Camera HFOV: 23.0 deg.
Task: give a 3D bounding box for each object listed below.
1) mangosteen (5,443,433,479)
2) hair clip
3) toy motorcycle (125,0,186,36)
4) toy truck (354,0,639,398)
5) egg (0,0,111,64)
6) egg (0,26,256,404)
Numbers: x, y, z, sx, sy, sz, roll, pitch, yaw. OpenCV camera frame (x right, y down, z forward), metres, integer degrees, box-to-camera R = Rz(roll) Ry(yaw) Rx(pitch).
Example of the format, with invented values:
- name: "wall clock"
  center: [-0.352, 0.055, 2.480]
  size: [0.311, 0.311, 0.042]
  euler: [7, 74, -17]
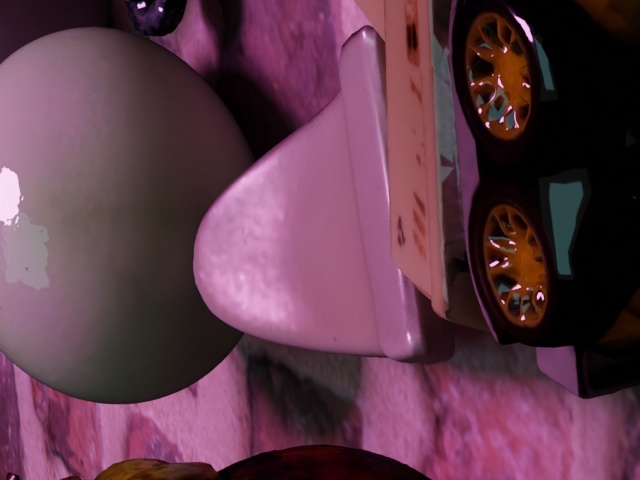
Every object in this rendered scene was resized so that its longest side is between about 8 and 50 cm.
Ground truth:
- name: "mangosteen"
  center: [-0.025, 0.254, 0.922]
  size: [0.311, 0.311, 0.311]
  euler: [29, 125, 52]
- name: "hair clip"
  center: [0.019, -0.002, 0.917]
  size: [0.282, 0.113, 0.172]
  euler: [-24, 72, 61]
- name: "toy motorcycle"
  center: [-0.127, -0.255, 1.113]
  size: [0.122, 0.082, 0.213]
  euler: [17, 108, 45]
- name: "toy truck"
  center: [0.105, -0.148, 0.670]
  size: [0.254, 0.180, 0.405]
  euler: [-154, 54, -62]
- name: "egg"
  center: [-0.287, -0.178, 1.259]
  size: [0.176, 0.232, 0.176]
  euler: [18, 112, 53]
- name: "egg"
  center: [-0.149, -0.019, 1.094]
  size: [0.220, 0.220, 0.270]
  euler: [-48, 59, 55]
